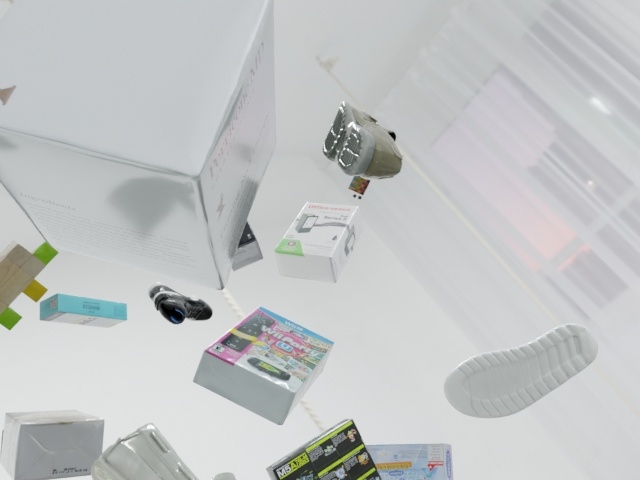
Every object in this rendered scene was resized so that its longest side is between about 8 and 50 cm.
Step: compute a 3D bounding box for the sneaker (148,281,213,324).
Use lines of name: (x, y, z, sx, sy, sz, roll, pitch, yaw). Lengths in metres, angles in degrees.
sneaker: (-0.384, 0.205, 1.734, 0.217, 0.121, 0.079, 31, -79, -39)

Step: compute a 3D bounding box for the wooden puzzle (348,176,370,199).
wooden puzzle: (0.111, -0.160, 1.758, 0.006, 0.049, 0.083, -86, 22, -70)

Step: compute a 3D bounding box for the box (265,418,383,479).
box: (0.020, 0.464, 1.156, 0.191, 0.184, 0.045, -25, -7, -28)

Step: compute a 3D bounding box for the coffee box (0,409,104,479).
coffee box: (-0.505, 0.374, 1.141, 0.141, 0.098, 0.247, 7, -13, -33)

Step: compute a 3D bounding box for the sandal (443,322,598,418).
sandal: (0.531, 0.354, 1.621, 0.417, 0.169, 0.102, -21, -19, 3)

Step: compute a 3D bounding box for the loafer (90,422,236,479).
loafer: (-0.129, 0.325, 0.719, 0.111, 0.320, 0.112, -44, -27, -36)

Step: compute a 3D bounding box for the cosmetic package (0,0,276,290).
cosmetic package: (-0.267, -0.167, 0.953, 0.393, 0.328, 0.329, 98, -173, -65)

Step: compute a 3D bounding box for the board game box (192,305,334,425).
board game box: (-0.121, 0.282, 1.440, 0.097, 0.224, 0.303, -69, -11, 16)

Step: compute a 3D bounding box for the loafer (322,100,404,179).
loafer: (0.066, -0.149, 0.969, 0.088, 0.251, 0.094, 19, -67, -17)

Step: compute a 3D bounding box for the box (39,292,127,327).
box: (-0.732, 0.221, 1.906, 0.101, 0.060, 0.244, -23, -25, 30)

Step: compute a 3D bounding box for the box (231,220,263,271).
box: (-0.227, -0.023, 1.592, 0.093, 0.155, 0.158, -25, -19, -7)

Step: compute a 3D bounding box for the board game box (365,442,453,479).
board game box: (0.209, 0.724, 1.681, 0.319, 0.317, 0.066, -12, -25, 31)

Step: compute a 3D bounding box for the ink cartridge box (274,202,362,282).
ink cartridge box: (0.000, 0.000, 2.001, 0.272, 0.199, 0.114, -60, -32, -45)

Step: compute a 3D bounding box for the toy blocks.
toy blocks: (-0.933, 0.137, 1.738, 0.381, 0.190, 0.261, -52, 26, -18)
